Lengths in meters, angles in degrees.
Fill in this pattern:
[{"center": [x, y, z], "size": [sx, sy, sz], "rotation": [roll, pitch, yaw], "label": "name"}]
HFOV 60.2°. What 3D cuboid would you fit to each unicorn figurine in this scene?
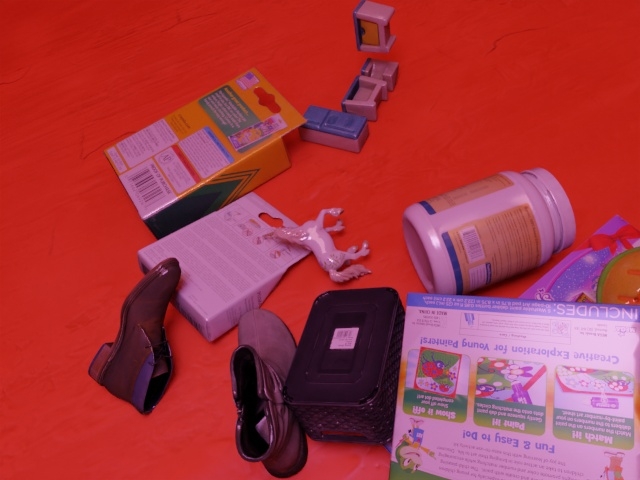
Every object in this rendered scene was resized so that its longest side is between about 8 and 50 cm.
[{"center": [0.000, 0.000, 0.848], "size": [0.111, 0.060, 0.162], "rotation": [-27, 55, -26], "label": "unicorn figurine"}]

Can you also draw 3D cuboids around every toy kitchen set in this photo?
[{"center": [0.045, -0.298, 0.989], "size": [0.122, 0.166, 0.207], "rotation": [16, 61, 21], "label": "toy kitchen set"}]

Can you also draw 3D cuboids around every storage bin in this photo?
[{"center": [0.041, 0.152, 0.697], "size": [0.121, 0.084, 0.180], "rotation": [-6, 40, 25], "label": "storage bin"}]

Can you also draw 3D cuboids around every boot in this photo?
[{"center": [-0.072, 0.166, 0.701], "size": [0.083, 0.161, 0.247], "rotation": [-17, 54, 0], "label": "boot"}, {"center": [-0.231, 0.137, 0.778], "size": [0.106, 0.082, 0.219], "rotation": [36, 103, 19], "label": "boot"}]

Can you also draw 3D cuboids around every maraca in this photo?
[{"center": [0.390, 0.096, 0.626], "size": [0.127, 0.099, 0.186], "rotation": [-20, 81, 9], "label": "maraca"}]

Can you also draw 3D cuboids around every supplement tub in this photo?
[{"center": [0.229, -0.011, 0.770], "size": [0.199, 0.144, 0.144], "rotation": [-20, 55, -2], "label": "supplement tub"}]

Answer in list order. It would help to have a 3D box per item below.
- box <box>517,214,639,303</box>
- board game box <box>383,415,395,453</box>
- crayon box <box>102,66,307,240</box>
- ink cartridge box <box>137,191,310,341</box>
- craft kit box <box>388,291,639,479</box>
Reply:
[{"center": [0.362, 0.120, 0.706], "size": [0.293, 0.057, 0.201], "rotation": [-36, 58, -13], "label": "box"}, {"center": [0.188, 0.210, 0.650], "size": [0.211, 0.039, 0.160], "rotation": [-50, 58, 5], "label": "board game box"}, {"center": [-0.200, -0.161, 0.998], "size": [0.322, 0.083, 0.203], "rotation": [-33, 56, -10], "label": "crayon box"}, {"center": [-0.143, 0.031, 0.889], "size": [0.232, 0.066, 0.189], "rotation": [-30, 53, -35], "label": "ink cartridge box"}, {"center": [0.206, 0.187, 0.595], "size": [0.249, 0.061, 0.247], "rotation": [2, 71, 27], "label": "craft kit box"}]
